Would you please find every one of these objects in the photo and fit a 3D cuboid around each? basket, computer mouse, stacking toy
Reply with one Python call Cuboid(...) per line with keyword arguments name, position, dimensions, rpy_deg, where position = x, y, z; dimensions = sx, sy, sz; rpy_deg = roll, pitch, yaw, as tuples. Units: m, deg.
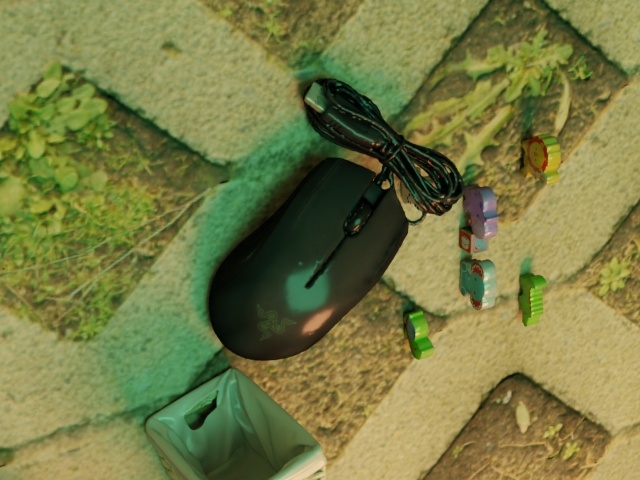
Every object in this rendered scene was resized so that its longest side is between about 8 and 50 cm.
Cuboid(name="basket", position=(-0.073, 0.218, 1.537), dimensions=(0.113, 0.167, 0.103), rpy_deg=(-31, 129, -18))
Cuboid(name="computer mouse", position=(0.000, 0.000, 1.526), dimensions=(0.188, 0.072, 0.272), rpy_deg=(37, 91, -17))
Cuboid(name="stacking toy", position=(0.166, 0.009, 1.671), dimensions=(0.167, 0.052, 0.221), rpy_deg=(-14, 117, -27))
